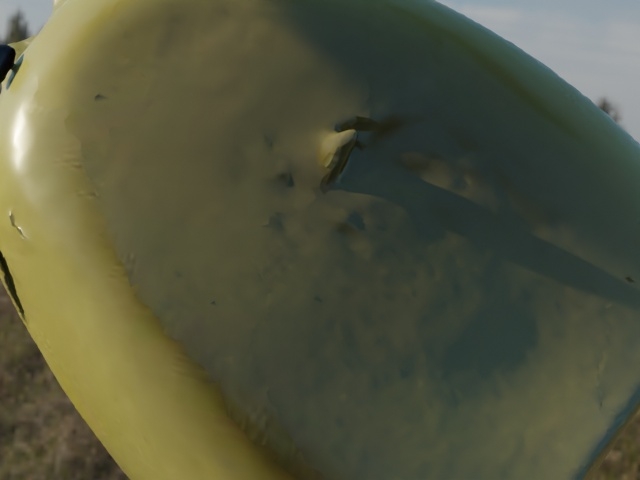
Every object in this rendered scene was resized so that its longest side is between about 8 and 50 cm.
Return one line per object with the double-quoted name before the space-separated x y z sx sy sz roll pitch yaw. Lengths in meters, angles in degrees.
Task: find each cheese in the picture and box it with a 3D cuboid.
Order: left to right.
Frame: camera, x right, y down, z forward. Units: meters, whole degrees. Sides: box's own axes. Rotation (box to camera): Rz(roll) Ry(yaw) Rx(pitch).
"cheese" 0.000 0.000 0.575 0.316 0.259 0.128 40 -27 5
